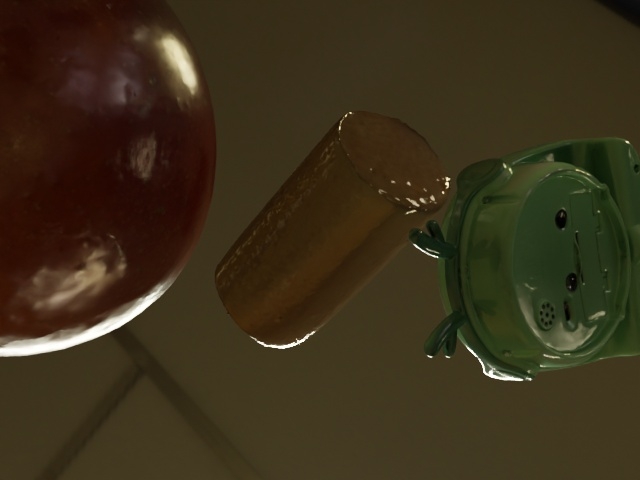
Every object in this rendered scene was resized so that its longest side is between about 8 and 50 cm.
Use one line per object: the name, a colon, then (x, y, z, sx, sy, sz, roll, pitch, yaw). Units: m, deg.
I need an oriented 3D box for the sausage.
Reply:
sausage: (0.000, 0.000, 1.221, 0.253, 0.123, 0.123, -48, -127, 38)

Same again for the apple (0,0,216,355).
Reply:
apple: (-0.163, -0.047, 0.695, 0.218, 0.201, 0.218, 8, -80, 49)

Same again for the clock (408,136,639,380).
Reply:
clock: (0.144, 0.019, 0.901, 0.066, 0.211, 0.159, -4, -82, 50)
